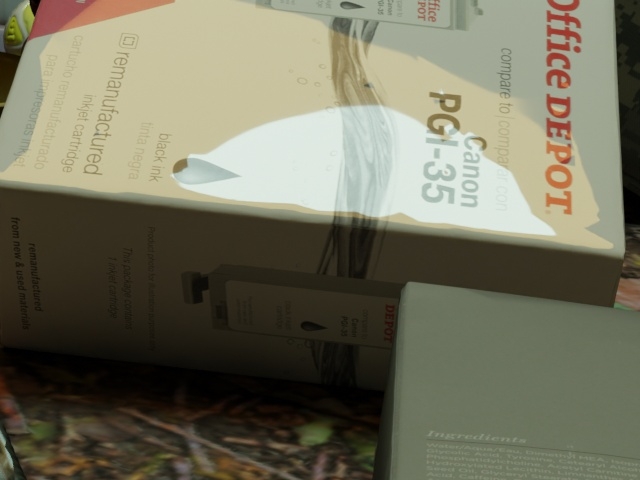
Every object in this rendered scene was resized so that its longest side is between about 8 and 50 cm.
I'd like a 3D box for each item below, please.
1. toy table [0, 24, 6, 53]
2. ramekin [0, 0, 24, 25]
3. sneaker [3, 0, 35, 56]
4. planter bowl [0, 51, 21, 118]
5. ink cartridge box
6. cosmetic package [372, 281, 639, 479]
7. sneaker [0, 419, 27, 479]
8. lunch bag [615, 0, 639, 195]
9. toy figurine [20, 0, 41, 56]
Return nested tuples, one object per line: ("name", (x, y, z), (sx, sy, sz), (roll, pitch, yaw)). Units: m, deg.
("toy table", (-0.364, -0.248, 1.407), (0.252, 0.160, 0.274), (13, 10, 33))
("ramekin", (-0.286, -0.303, 1.743), (0.277, 0.135, 0.277), (5, 16, -1))
("sneaker", (-0.146, -0.149, 1.376), (0.240, 0.091, 0.126), (-10, 41, -46))
("planter bowl", (-0.258, -0.058, 0.949), (0.217, 0.090, 0.217), (6, 16, -2))
("ink cartridge box", (0.000, -0.043, 0.794), (0.283, 0.117, 0.207), (6, 47, 1))
("cosmetic package", (0.058, 0.105, 0.419), (0.107, 0.127, 0.238), (7, 17, 5))
("sneaker", (-0.128, 0.098, 0.427), (0.130, 0.109, 0.286), (-17, 23, -36))
("lunch bag", (0.237, -0.173, 1.192), (0.305, 0.212, 0.256), (29, 23, -6))
("toy figurine", (-0.102, -0.118, 1.118), (0.213, 0.148, 0.209), (0, 17, -20))
